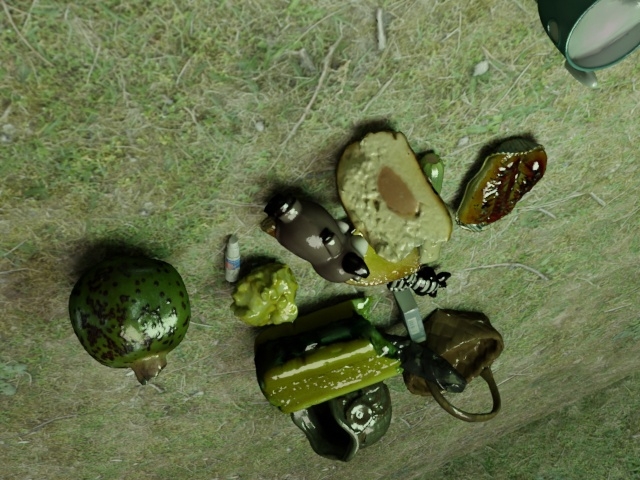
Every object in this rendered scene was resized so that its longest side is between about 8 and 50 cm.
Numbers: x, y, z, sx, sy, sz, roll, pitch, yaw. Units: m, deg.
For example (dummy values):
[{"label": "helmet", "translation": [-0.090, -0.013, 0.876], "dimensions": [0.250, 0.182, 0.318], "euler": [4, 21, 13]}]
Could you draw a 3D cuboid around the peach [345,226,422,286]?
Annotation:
[{"label": "peach", "translation": [0.127, 0.023, 1.503], "dimensions": [0.279, 0.068, 0.189], "euler": [20, 119, -36]}]

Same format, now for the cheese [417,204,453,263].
[{"label": "cheese", "translation": [0.276, -0.013, 1.551], "dimensions": [0.065, 0.043, 0.194], "euler": [-7, 143, -10]}]

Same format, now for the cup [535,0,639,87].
[{"label": "cup", "translation": [0.442, -0.396, 1.046], "dimensions": [0.168, 0.173, 0.299], "euler": [-20, 142, -1]}]

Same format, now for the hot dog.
[{"label": "hot dog", "translation": [0.412, -0.120, 1.451], "dimensions": [0.163, 0.081, 0.270], "euler": [-1, 140, -22]}]

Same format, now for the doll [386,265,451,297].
[{"label": "doll", "translation": [0.242, 0.100, 1.652], "dimensions": [0.219, 0.067, 0.091], "euler": [14, 116, -29]}]

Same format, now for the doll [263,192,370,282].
[{"label": "doll", "translation": [-0.002, 0.001, 1.317], "dimensions": [0.257, 0.182, 0.117], "euler": [36, 80, -22]}]

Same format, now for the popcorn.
[{"label": "popcorn", "translation": [-0.126, 0.122, 1.450], "dimensions": [0.174, 0.142, 0.173], "euler": [-6, 157, -2]}]

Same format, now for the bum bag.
[{"label": "bum bag", "translation": [0.256, 0.330, 1.781], "dimensions": [0.095, 0.340, 0.144], "euler": [-55, 146, -19]}]

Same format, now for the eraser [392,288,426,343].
[{"label": "eraser", "translation": [0.251, 0.209, 1.769], "dimensions": [0.046, 0.092, 0.212], "euler": [-23, 143, 1]}]

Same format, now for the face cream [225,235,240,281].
[{"label": "face cream", "translation": [-0.195, 0.040, 1.399], "dimensions": [0.034, 0.034, 0.130], "euler": [-8, 140, -17]}]

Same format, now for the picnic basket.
[{"label": "picnic basket", "translation": [0.420, 0.409, 1.914], "dimensions": [0.293, 0.337, 0.337], "euler": [9, 134, -33]}]

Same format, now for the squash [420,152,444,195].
[{"label": "squash", "translation": [0.232, -0.097, 1.408], "dimensions": [0.066, 0.066, 0.228], "euler": [-12, 141, -12]}]

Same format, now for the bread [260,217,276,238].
[{"label": "bread", "translation": [-0.089, -0.021, 1.372], "dimensions": [0.047, 0.036, 0.083], "euler": [-33, 140, 22]}]

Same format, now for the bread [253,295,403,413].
[{"label": "bread", "translation": [0.003, 0.300, 1.665], "dimensions": [0.377, 0.208, 0.251], "euler": [-22, 130, -1]}]

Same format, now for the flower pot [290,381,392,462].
[{"label": "flower pot", "translation": [0.065, 0.482, 1.855], "dimensions": [0.213, 0.302, 0.301], "euler": [-29, 152, -37]}]

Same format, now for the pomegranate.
[{"label": "pomegranate", "translation": [-0.380, 0.159, 1.280], "dimensions": [0.254, 0.270, 0.254], "euler": [-20, 171, -3]}]

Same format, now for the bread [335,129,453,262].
[{"label": "bread", "translation": [0.129, -0.101, 1.241], "dimensions": [0.184, 0.224, 0.211], "euler": [-29, 135, 0]}]
